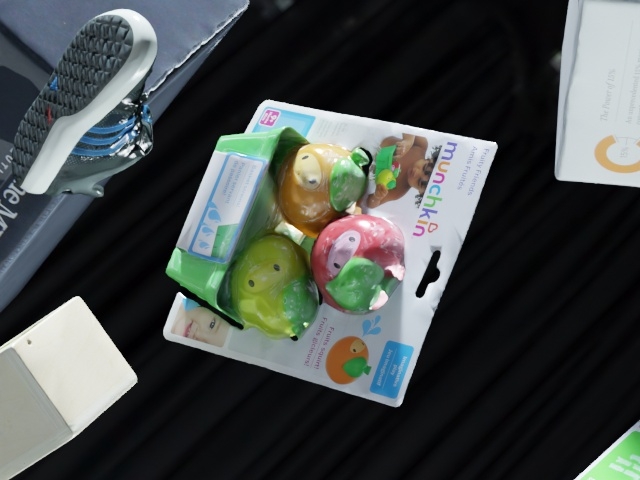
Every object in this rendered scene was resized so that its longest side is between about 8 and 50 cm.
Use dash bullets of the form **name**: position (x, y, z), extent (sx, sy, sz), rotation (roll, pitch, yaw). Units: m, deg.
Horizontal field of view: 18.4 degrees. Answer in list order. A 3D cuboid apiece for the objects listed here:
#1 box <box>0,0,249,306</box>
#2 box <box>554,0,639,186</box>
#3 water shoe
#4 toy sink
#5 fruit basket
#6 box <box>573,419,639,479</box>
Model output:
- **box**: position (-0.411, -0.172, 1.819), extent (0.472, 0.297, 0.480), rotation (40, -53, -3)
- **box**: position (0.379, -0.164, 1.647), extent (0.345, 0.168, 0.215), rotation (5, -41, 4)
- **water shoe**: position (-0.151, -0.098, 1.414), extent (0.203, 0.080, 0.073), rotation (-40, -132, 49)
- **toy sink**: position (-0.352, 0.184, 2.216), extent (0.234, 0.153, 0.131), rotation (-33, -86, 31)
- **fruit basket**: position (0.000, 0.000, 2.296), extent (0.353, 0.327, 0.165), rotation (13, -14, 41)
- **box**: position (0.271, 0.243, 1.366), extent (0.127, 0.231, 0.262), rotation (57, -15, -22)
